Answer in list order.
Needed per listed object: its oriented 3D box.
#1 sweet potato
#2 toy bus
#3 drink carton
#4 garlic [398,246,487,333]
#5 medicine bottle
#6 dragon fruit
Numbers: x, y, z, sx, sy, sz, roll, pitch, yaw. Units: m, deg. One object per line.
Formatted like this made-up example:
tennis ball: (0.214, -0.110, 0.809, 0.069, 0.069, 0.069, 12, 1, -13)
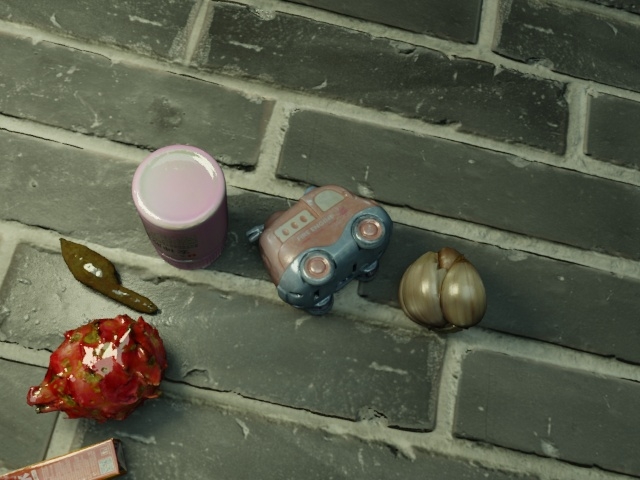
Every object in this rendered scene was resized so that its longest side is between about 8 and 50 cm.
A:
sweet potato: (-0.467, 0.079, 1.401, 0.269, 0.075, 0.075, 37, 71, 2)
toy bus: (0.000, 0.000, 1.428, 0.294, 0.197, 0.232, -36, 69, -15)
drink carton: (-0.496, 0.452, 1.258, 0.223, 0.096, 0.071, -15, 74, -12)
garlic: (0.253, 0.113, 1.405, 0.160, 0.214, 0.191, -12, 84, -1)
medicine bottle: (-0.280, -0.058, 1.352, 0.178, 0.290, 0.178, 2, 71, -7)
dragon fruit: (-0.433, 0.258, 1.281, 0.268, 0.210, 0.205, -26, 104, -18)
